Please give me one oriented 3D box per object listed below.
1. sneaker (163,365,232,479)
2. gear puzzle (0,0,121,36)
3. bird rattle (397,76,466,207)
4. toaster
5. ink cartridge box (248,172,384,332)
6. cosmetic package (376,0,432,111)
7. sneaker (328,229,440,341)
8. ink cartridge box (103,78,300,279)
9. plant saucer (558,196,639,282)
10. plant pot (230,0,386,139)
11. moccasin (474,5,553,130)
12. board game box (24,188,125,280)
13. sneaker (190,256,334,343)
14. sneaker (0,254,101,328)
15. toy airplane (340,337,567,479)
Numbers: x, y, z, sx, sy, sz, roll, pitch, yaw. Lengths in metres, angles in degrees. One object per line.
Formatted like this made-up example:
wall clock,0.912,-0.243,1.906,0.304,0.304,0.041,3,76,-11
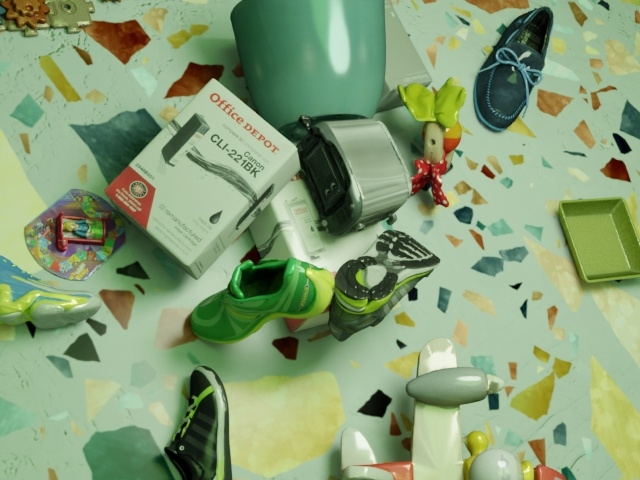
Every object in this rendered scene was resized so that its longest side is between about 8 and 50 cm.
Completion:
sneaker,-0.199,0.311,1.593,0.097,0.084,0.235,1,66,-24
gear puzzle,-0.500,-0.460,1.834,0.338,0.044,0.175,-11,72,-30
bird rattle,0.242,-0.199,2.003,0.207,0.143,0.254,-36,123,-62
toaster,0.056,-0.123,1.758,0.146,0.129,0.227,-12,69,-35
ink cartridge box,0.000,0.000,1.818,0.207,0.117,0.283,-14,74,-30
cosmetic package,0.113,-0.391,2.069,0.127,0.107,0.238,-20,74,-36
sneaker,0.099,0.073,1.704,0.111,0.121,0.300,39,35,19
ink cartridge box,-0.194,-0.104,1.696,0.197,0.114,0.273,40,79,10
plant saucer,0.598,0.004,2.154,0.188,0.045,0.188,-4,69,-27
plant pot,-0.011,-0.321,1.878,0.293,0.293,0.235,-3,82,-27
moccasin,0.427,-0.397,2.217,0.137,0.117,0.342,27,58,-12
board game box,-0.403,-0.016,1.678,0.133,0.033,0.169,44,56,-1
sneaker,-0.112,0.082,1.627,0.123,0.295,0.109,39,46,-33
sneaker,-0.467,0.072,1.571,0.240,0.091,0.126,-4,68,-27
toy airplane,0.214,0.395,1.643,0.384,0.272,0.386,-37,86,-34
